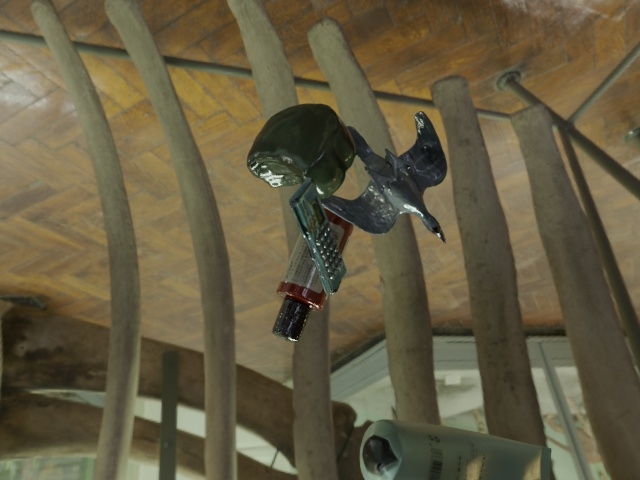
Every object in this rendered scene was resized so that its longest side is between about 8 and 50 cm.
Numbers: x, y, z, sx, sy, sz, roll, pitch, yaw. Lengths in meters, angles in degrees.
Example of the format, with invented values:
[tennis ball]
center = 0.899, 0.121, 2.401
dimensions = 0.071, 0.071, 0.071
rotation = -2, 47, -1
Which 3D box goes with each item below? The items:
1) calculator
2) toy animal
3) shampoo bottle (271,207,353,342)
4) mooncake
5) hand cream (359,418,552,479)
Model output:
[calculator]
center = 0.000, 0.000, 0.674
dimensions = 0.018, 0.057, 0.171
rotation = 5, 134, 31
[toy animal]
center = 0.128, -0.095, 0.890
dimensions = 0.239, 0.255, 0.176
rotation = -38, 159, 8
[shampoo bottle]
center = -0.024, 0.074, 1.039
dimensions = 0.105, 0.278, 0.104
rotation = 20, 162, 7
[mooncake]
center = -0.030, -0.134, 0.804
dimensions = 0.169, 0.175, 0.104
rotation = -33, 135, 3
[hand cream]
center = 0.182, 0.278, 0.594
dimensions = 0.321, 0.109, 0.067
rotation = 24, 156, -27
